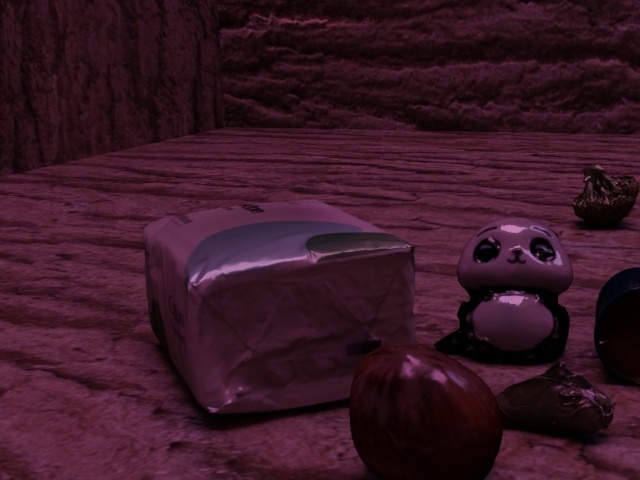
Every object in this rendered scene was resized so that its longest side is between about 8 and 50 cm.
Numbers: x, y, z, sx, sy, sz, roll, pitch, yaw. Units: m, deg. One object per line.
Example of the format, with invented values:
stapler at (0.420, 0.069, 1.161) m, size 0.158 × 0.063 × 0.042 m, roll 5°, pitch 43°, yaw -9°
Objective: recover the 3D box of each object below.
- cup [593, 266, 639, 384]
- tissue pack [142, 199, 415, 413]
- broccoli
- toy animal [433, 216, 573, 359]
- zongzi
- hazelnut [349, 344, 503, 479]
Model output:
cup at (0.392, 0.110, 1.339) m, size 0.113 × 0.150 × 0.138 m, roll -35°, pitch 1°, yaw 17°
tissue pack at (-0.062, 0.066, 1.384) m, size 0.266 × 0.193 × 0.356 m, roll -8°, pitch 13°, yaw -17°
broccoli at (0.535, -0.087, 2.128) m, size 0.131 × 0.120 × 0.130 m, roll -24°, pitch 10°, yaw 26°
toy animal at (0.234, 0.058, 1.429) m, size 0.166 × 0.179 × 0.138 m, roll 5°, pitch -1°, yaw 4°
zongzi at (0.230, 0.177, 1.159) m, size 0.119 × 0.055 × 0.109 m, roll -18°, pitch 18°, yaw -13°
hazelnut at (0.098, 0.162, 1.056) m, size 0.143 × 0.143 × 0.154 m, roll -11°, pitch 16°, yaw -32°
